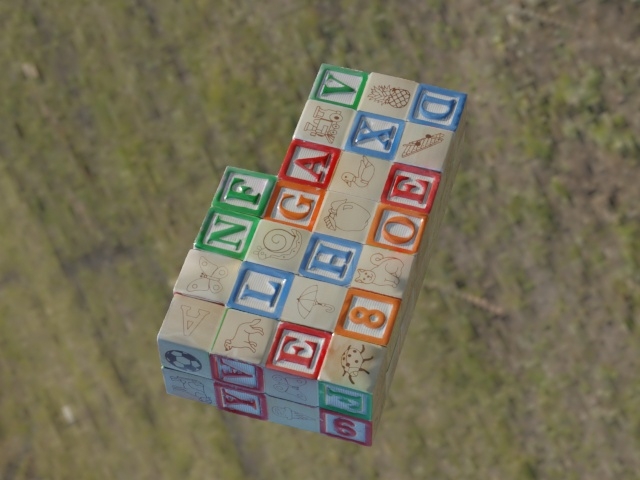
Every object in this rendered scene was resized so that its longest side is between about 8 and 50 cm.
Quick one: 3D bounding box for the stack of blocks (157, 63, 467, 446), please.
[{"bbox_3d":[0.000,0.000,1.325,0.171,0.297,0.087,14,147,10],"label":"stack of blocks"}]
